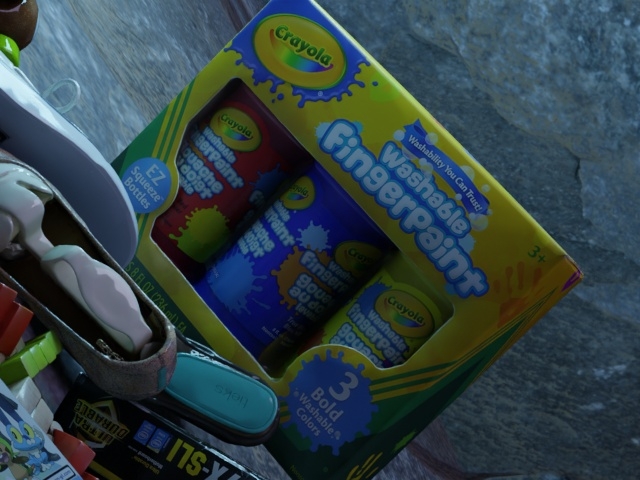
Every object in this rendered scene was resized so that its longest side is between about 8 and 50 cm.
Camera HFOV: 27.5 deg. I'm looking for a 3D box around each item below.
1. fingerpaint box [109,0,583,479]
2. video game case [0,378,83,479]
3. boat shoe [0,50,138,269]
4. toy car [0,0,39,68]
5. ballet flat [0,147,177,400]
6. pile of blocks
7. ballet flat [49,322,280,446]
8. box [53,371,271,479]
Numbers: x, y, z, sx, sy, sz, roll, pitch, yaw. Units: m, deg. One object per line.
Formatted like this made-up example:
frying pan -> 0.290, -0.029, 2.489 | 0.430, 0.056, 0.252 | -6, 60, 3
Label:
fingerpaint box -> 0.000, 0.000, 1.458 | 0.445, 0.371, 0.163 | 48, 7, 19
video game case -> -0.245, 0.210, 0.823 | 0.300, 0.036, 0.329 | 49, 23, 6
boat shoe -> -0.314, -0.119, 1.292 | 0.367, 0.136, 0.156 | 46, 18, -30
toy car -> -0.316, -0.291, 1.419 | 0.149, 0.188, 0.155 | 54, 17, -42
ballet flat -> -0.239, 0.008, 1.158 | 0.316, 0.107, 0.106 | 43, -23, 1
pile of blocks -> -0.232, 0.172, 1.081 | 0.362, 0.113, 0.149 | 69, 13, 15
ballet flat -> -0.171, 0.128, 1.327 | 0.280, 0.095, 0.096 | 35, -24, -2
box -> -0.085, 0.256, 1.277 | 0.257, 0.079, 0.322 | 27, -10, 31
